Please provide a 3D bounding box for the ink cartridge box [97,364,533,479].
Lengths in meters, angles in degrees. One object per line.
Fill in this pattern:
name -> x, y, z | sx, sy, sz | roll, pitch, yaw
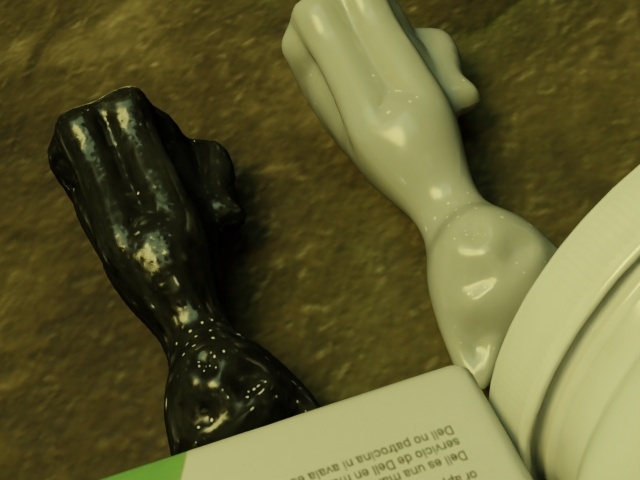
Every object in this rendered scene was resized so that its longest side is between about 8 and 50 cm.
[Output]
ink cartridge box -> 0.005, 0.199, 0.326 | 0.201, 0.117, 0.278 | -16, 56, -17

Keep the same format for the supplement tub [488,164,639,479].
supplement tub -> 0.196, 0.097, 0.336 | 0.191, 0.191, 0.272 | -36, 51, -7

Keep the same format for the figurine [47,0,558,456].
figurine -> 0.000, 0.000, 0.563 | 0.215, 0.092, 0.209 | -26, 58, 0
